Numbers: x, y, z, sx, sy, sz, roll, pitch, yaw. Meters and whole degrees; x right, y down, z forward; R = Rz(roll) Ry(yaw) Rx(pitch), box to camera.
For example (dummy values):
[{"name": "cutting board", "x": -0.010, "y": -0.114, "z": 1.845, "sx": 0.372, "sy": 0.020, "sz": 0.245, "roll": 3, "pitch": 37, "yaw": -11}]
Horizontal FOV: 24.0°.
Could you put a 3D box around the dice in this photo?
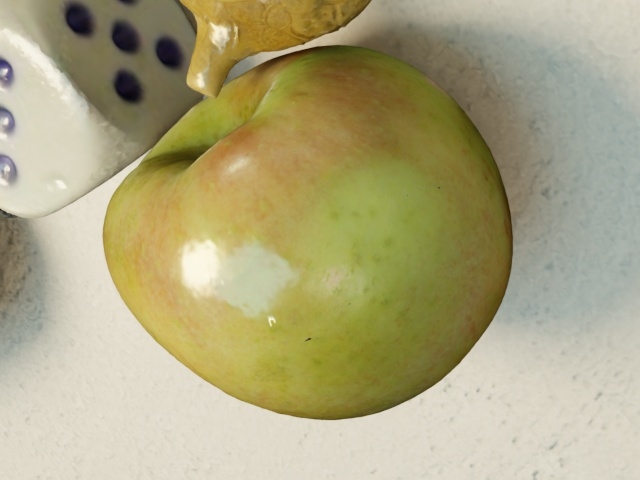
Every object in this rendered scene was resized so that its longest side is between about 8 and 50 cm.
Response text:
[{"name": "dice", "x": -0.233, "y": -0.148, "z": 1.351, "sx": 0.193, "sy": 0.194, "sz": 0.192, "roll": -24, "pitch": 108, "yaw": 37}]

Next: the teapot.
[{"name": "teapot", "x": -0.048, "y": -0.259, "z": 1.165, "sx": 0.203, "sy": 0.167, "sz": 0.311, "roll": 23, "pitch": 113, "yaw": 22}]

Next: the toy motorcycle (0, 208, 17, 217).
[{"name": "toy motorcycle", "x": -0.398, "y": -0.146, "z": 1.442, "sx": 0.107, "sy": 0.223, "sz": 0.341, "roll": -35, "pitch": 103, "yaw": 4}]

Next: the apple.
[{"name": "apple", "x": 0.000, "y": 0.000, "z": 1.245, "sx": 0.319, "sy": 0.319, "sz": 0.277, "roll": -20, "pitch": 118, "yaw": 38}]
